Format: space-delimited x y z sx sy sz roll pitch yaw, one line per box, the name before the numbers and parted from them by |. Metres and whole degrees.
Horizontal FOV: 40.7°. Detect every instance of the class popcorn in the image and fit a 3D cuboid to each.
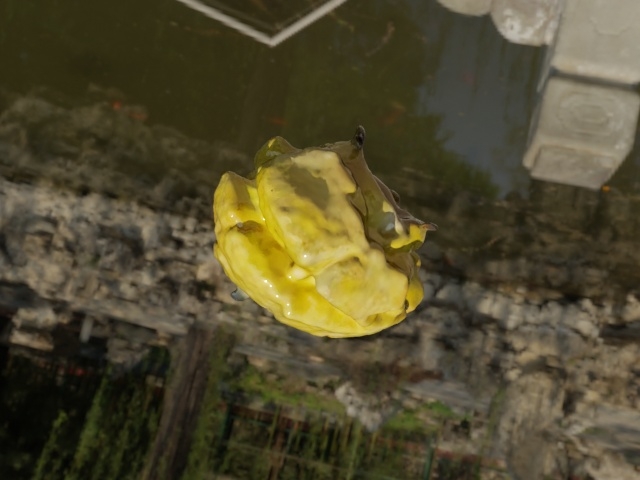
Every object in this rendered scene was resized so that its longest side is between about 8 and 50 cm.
popcorn | 0.000 0.000 0.600 0.148 0.152 0.167 47 -175 34
